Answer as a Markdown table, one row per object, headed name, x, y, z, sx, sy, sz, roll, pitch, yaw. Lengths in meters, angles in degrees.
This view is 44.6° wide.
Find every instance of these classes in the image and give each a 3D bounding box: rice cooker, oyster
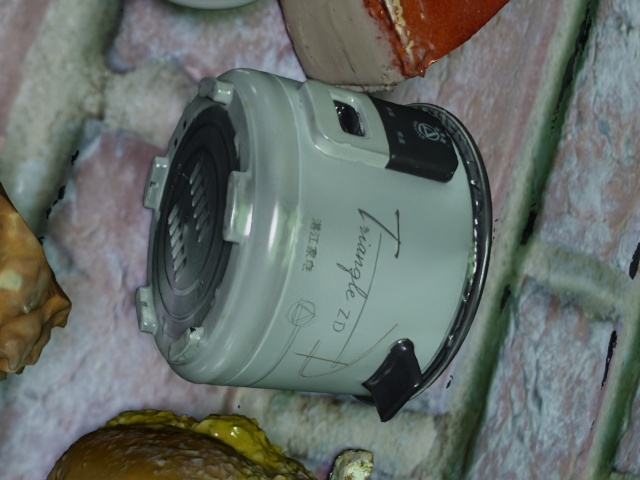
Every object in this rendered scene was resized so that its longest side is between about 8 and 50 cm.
| name | x | y | z | sx | sy | sz | roll | pitch | yaw |
| --- | --- | --- | --- | --- | --- | --- | --- | --- | --- |
| rice cooker | 0.000 | 0.000 | 0.587 | 0.227 | 0.280 | 0.241 | 10 | 131 | -28 |
| oyster | 0.022 | 0.241 | 0.757 | 0.054 | 0.019 | 0.083 | 20 | 83 | -33 |

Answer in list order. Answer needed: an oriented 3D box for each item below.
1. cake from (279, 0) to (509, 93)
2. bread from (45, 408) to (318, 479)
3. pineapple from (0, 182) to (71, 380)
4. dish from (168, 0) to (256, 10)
| name | x | y | z | sx | sy | sz | roll | pitch | yaw |
| --- | --- | --- | --- | --- | --- | --- | --- | --- | --- |
| cake | 0.081 | -0.262 | 0.655 | 0.262 | 0.158 | 0.159 | -44 | 117 | -22 |
| bread | -0.083 | 0.218 | 0.558 | 0.196 | 0.246 | 0.176 | 10 | 92 | -35 |
| pineapple | -0.337 | 0.044 | 0.422 | 0.357 | 0.223 | 0.222 | -28 | 110 | -14 |
| dish | -0.087 | -0.219 | 0.610 | 0.141 | 0.078 | 0.141 | 3 | 64 | -6 |
